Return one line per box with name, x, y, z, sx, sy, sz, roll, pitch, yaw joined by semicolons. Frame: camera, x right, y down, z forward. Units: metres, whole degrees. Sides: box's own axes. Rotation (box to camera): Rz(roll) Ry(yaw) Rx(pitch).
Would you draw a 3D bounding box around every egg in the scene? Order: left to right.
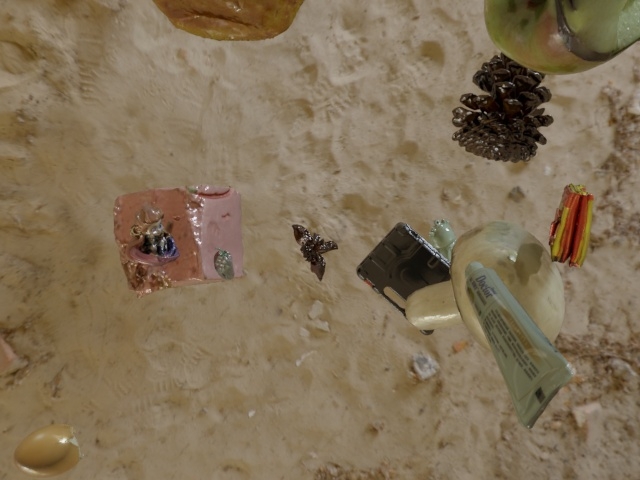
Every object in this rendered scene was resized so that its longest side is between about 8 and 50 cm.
egg;-0.429;0.334;0.906;0.096;0.080;0.080;-15;99;-35

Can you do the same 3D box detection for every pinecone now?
pinecone;0.449;-0.333;1.421;0.246;0.246;0.292;20;71;-13

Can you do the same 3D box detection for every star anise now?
star anise;0.002;0.009;1.556;0.158;0.144;0.140;33;46;-18

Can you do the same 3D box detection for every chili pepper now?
chili pepper;-0.252;0.069;1.506;0.050;0.153;0.041;34;57;21

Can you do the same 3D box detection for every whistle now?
whistle;0.449;0.035;2.047;0.102;0.106;0.253;-24;109;4

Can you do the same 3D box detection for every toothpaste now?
toothpaste;0.186;0.085;0.586;0.037;0.255;0.067;28;110;-12

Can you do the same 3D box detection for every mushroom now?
mushroom;0.356;0.128;1.272;0.314;0.336;0.314;25;53;-38

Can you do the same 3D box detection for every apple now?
apple;0.325;-0.316;0.748;0.188;0.174;0.207;-26;67;-25

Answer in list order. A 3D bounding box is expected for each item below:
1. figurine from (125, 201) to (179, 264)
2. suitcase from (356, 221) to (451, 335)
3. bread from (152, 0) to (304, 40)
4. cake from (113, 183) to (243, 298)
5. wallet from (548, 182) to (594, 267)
figurine;-0.416;-0.012;1.386;0.126;0.114;0.157;-41;122;-44
suitcase;0.265;0.108;1.625;0.285;0.066;0.206;42;100;-3
bread;-0.023;-0.277;0.456;0.139;0.077;0.271;19;74;26
cake;-0.412;-0.001;1.675;0.307;0.293;0.314;-5;90;18
wallet;0.482;-0.038;1.120;0.067;0.241;0.141;11;102;18
